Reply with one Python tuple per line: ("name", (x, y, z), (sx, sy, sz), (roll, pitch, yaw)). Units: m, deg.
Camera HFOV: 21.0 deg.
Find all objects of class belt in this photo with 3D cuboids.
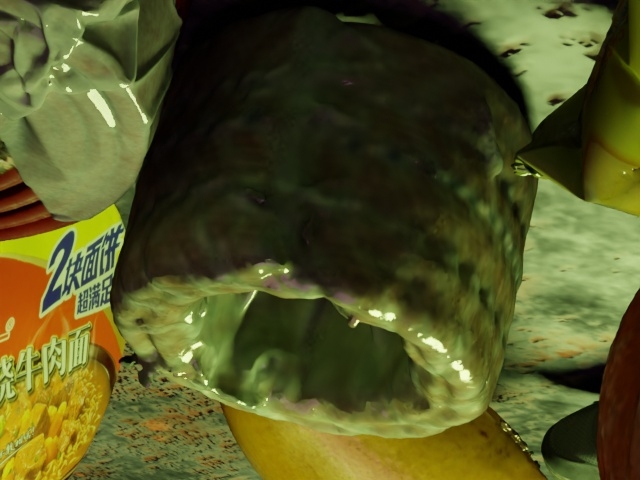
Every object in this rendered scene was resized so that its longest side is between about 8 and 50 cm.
("belt", (-0.182, -0.097, 0.743), (0.227, 0.115, 0.324), (27, 153, -33))

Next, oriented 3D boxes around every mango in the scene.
("mango", (0.027, 0.122, 1.119), (0.257, 0.138, 0.187), (37, 168, -19))

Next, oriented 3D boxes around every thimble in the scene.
("thimble", (0.004, 0.003, 0.837), (0.196, 0.148, 0.229), (17, 159, -10))

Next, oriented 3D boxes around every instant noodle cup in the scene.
("instant noodle cup", (-0.236, 0.049, 1.025), (0.174, 0.213, 0.213), (13, 159, 20))

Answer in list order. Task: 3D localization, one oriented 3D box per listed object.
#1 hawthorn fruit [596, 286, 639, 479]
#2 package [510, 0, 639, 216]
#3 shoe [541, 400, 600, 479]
("hawthorn fruit", (0.238, 0.122, 0.828), (0.242, 0.271, 0.242), (20, 163, 7))
("package", (0.171, -0.061, 0.663), (0.168, 0.090, 0.226), (10, 155, 2))
("shoe", (0.220, 0.114, 1.091), (0.194, 0.074, 0.077), (-8, 138, 37))
